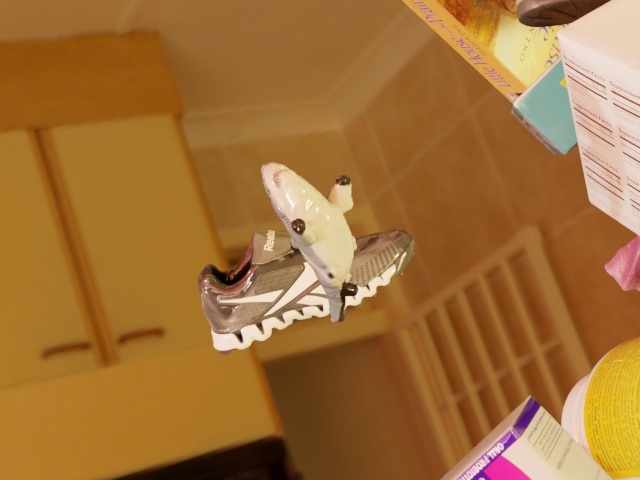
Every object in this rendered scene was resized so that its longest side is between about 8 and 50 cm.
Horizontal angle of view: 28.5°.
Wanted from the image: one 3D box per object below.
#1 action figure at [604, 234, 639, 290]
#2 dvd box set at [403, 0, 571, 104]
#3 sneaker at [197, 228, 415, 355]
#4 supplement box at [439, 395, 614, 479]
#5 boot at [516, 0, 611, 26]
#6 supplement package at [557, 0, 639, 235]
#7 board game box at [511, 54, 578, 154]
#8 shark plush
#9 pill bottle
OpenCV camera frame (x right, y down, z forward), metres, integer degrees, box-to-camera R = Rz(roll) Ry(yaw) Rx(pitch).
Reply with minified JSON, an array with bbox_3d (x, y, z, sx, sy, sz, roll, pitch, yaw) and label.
[{"bbox_3d":[0.507,-0.036,1.572,0.248,0.276,0.370,-43,-16,-28],"label":"action figure"},{"bbox_3d":[0.255,-0.398,1.775,0.062,0.307,0.420,6,-21,44],"label":"dvd box set"},{"bbox_3d":[-0.022,0.028,1.277,0.234,0.106,0.078,-23,22,7],"label":"sneaker"},{"bbox_3d":[0.193,0.244,0.961,0.111,0.220,0.114,-47,-8,16],"label":"supplement box"},{"bbox_3d":[0.406,-0.452,1.657,0.378,0.284,0.138,-15,-9,-2],"label":"boot"},{"bbox_3d":[0.351,-0.129,1.165,0.194,0.149,0.203,-30,-52,-14],"label":"supplement package"},{"bbox_3d":[0.351,-0.237,1.362,0.336,0.079,0.254,-46,-3,8],"label":"board game box"},{"bbox_3d":[0.000,0.000,1.090,0.067,0.073,0.161,13,-32,38],"label":"shark plush"},{"bbox_3d":[0.378,0.176,1.264,0.188,0.187,0.334,-14,-8,-19],"label":"pill bottle"}]
